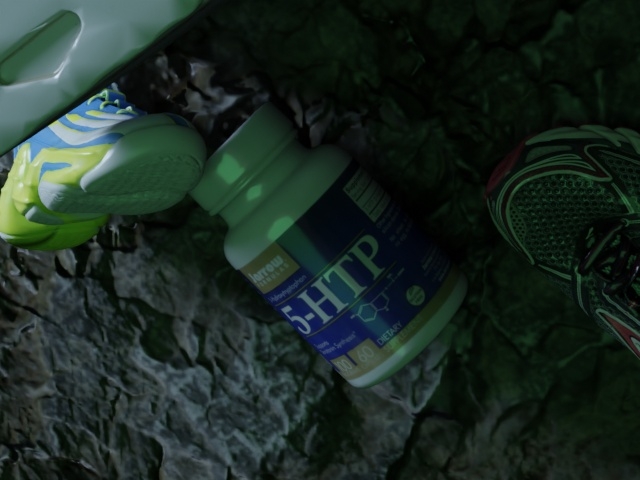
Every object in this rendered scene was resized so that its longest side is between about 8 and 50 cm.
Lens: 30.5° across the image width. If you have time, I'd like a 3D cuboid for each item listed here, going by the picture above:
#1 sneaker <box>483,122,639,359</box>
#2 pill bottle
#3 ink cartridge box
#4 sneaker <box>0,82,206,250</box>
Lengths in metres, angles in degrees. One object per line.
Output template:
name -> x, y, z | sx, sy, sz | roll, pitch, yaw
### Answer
sneaker -> 0.237, 0.036, 0.743 | 0.299, 0.112, 0.121 | 35, 120, 0
pill bottle -> 0.000, 0.000, 0.801 | 0.187, 0.112, 0.112 | 45, 120, -7
ink cartridge box -> -0.111, -0.164, 0.661 | 0.197, 0.273, 0.114 | -30, 103, 27
sneaker -> -0.160, -0.074, 0.791 | 0.240, 0.091, 0.126 | -19, 72, 49
